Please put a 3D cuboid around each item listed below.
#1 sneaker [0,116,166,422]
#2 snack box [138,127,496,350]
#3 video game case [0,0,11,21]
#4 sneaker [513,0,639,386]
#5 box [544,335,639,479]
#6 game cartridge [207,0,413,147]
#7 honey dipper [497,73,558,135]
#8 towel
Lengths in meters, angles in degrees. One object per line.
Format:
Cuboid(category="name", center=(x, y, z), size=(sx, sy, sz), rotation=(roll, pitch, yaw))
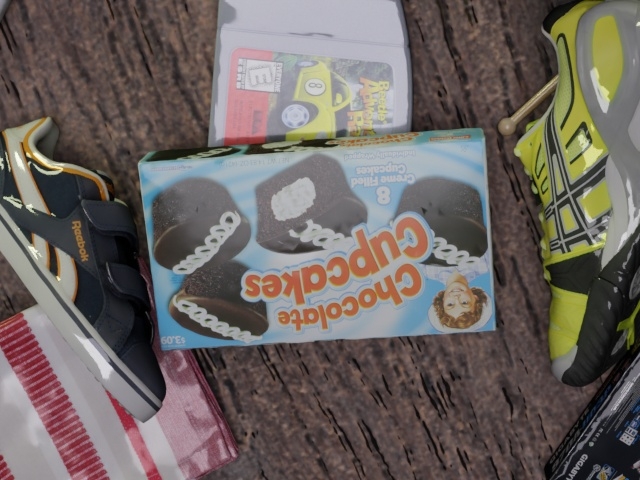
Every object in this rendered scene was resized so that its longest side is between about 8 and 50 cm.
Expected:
Cuboid(category="sneaker", center=(-0.222, 0.016, 1.425), size=(0.127, 0.126, 0.321), rotation=(-37, 76, -6))
Cuboid(category="snack box", center=(0.000, 0.000, 1.422), size=(0.322, 0.060, 0.187), rotation=(-4, 105, 5))
Cuboid(category="video game case", center=(-0.392, -0.373, 1.437), size=(0.300, 0.036, 0.329), rotation=(30, 102, -2))
Cuboid(category="sneaker", center=(0.262, -0.047, 1.423), size=(0.147, 0.145, 0.384), rotation=(19, 112, 29))
Cuboid(category="box", center=(0.354, 0.195, 1.496), size=(0.175, 0.051, 0.220), rotation=(31, 102, -3))
Cuboid(category="game cartridge", center=(-0.010, -0.113, 1.459), size=(0.196, 0.060, 0.294), rotation=(4, 102, -1))
Cuboid(category="honey dipper", center=(0.231, -0.159, 1.445), size=(0.161, 0.030, 0.030), rotation=(-41, 96, 14))
Cuboid(category="towel", center=(-0.270, 0.190, 1.487), size=(0.329, 0.037, 0.237), rotation=(-29, 99, -13))
